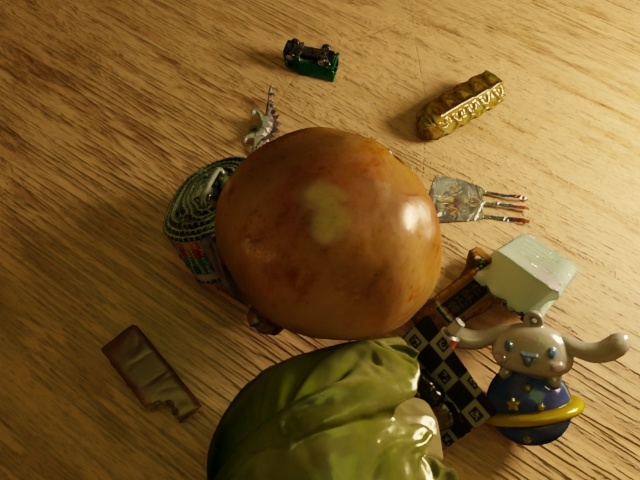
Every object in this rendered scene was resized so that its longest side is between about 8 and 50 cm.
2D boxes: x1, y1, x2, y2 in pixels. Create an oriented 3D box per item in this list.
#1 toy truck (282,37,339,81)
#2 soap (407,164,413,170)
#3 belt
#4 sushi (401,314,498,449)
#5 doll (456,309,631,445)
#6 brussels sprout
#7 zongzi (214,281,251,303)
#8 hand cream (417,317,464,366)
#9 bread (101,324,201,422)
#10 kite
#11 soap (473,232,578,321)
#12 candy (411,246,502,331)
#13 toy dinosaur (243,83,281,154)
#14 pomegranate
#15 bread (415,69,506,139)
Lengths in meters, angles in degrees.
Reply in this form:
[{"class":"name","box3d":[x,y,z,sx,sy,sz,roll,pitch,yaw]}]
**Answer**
[{"class":"toy truck","box3d":[-0.027,-0.493,1.569,0.147,0.079,0.065,14,63,4]},{"class":"soap","box3d":[0.065,-0.073,1.314,0.281,0.143,0.259,7,61,7]},{"class":"belt","box3d":[-0.219,-0.054,1.224,0.207,0.160,0.295,-2,43,22]},{"class":"sushi","box3d":[0.192,0.283,1.089,0.051,0.192,0.215,-7,55,-48]},{"class":"doll","box3d":[0.426,0.255,1.083,0.311,0.160,0.242,-17,73,30]},{"class":"brussels sprout","box3d":[-0.001,0.370,0.939,0.361,0.342,0.425,1,57,-9]},{"class":"zongzi","box3d":[-0.129,0.057,1.261,0.160,0.078,0.176,25,60,12]},{"class":"hand cream","box3d":[0.217,0.237,1.122,0.038,0.216,0.052,8,34,-33]},{"class":"bread","box3d":[-0.335,0.275,1.149,0.088,0.049,0.226,-37,70,-20]},{"class":"kite","box3d":[0.384,-0.091,1.401,0.245,0.015,0.141,8,64,3]},{"class":"soap","box3d":[0.436,0.068,1.199,0.150,0.094,0.261,44,29,18]},{"class":"candy","box3d":[0.307,0.118,1.238,0.271,0.101,0.143,-32,75,-25]},{"class":"toy dinosaur","box3d":[-0.141,-0.306,1.480,0.082,0.039,0.208,11,72,0]},{"class":"pomegranate","box3d":[0.000,0.000,1.022,0.412,0.411,0.411,1,61,-2]},{"class":"bread","box3d":[0.361,-0.348,1.501,0.270,0.098,0.087,-32,25,-18]}]
